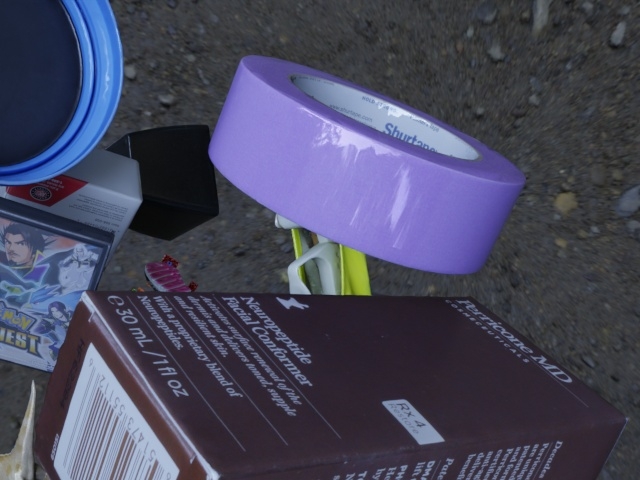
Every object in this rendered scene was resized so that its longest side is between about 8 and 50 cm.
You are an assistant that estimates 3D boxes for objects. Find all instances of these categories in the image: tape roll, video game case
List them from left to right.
[{"bbox_3d":[-0.452,0.054,1.239,0.275,0.035,0.248,19,118,-13],"label":"video game case"},{"bbox_3d":[0.042,-0.073,0.814,0.275,0.275,0.090,24,107,7],"label":"tape roll"}]

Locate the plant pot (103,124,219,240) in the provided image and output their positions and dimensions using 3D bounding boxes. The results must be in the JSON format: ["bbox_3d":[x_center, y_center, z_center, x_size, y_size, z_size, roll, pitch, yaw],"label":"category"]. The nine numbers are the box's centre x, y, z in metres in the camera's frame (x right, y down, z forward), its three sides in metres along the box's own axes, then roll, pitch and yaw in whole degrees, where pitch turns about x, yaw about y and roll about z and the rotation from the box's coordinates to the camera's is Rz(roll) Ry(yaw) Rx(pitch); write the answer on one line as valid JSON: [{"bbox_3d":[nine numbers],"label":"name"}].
[{"bbox_3d":[-0.323,-0.116,1.726,0.188,0.167,0.187,-23,70,44],"label":"plant pot"}]

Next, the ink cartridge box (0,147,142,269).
[{"bbox_3d":[-0.437,-0.026,1.467,0.197,0.114,0.273,18,124,-28],"label":"ink cartridge box"}]

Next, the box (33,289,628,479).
[{"bbox_3d":[0.021,0.139,0.643,0.191,0.381,0.143,40,116,43],"label":"box"}]

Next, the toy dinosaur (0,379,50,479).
[{"bbox_3d":[-0.297,0.240,0.903,0.092,0.053,0.183,29,115,17],"label":"toy dinosaur"}]

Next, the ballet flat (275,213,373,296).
[{"bbox_3d":[0.000,0.000,0.780,0.077,0.077,0.231,-6,94,48],"label":"ballet flat"}]

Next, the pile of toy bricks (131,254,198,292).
[{"bbox_3d":[-0.329,0.139,1.793,0.118,0.105,0.212,34,86,-5],"label":"pile of toy bricks"}]

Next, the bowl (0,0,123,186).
[{"bbox_3d":[-0.455,-0.265,1.228,0.077,0.391,0.391,-6,92,44],"label":"bowl"}]

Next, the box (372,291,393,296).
[{"bbox_3d":[0.118,0.257,1.447,0.183,0.296,0.294,14,96,-12],"label":"box"}]

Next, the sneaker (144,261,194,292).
[{"bbox_3d":[-0.277,0.107,1.658,0.170,0.063,0.075,42,128,33],"label":"sneaker"}]
